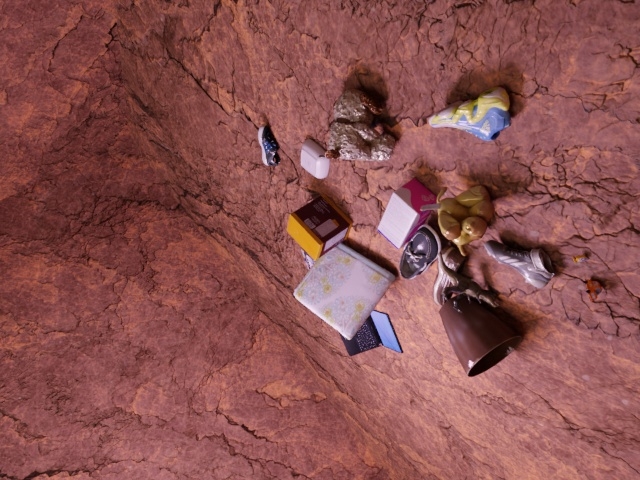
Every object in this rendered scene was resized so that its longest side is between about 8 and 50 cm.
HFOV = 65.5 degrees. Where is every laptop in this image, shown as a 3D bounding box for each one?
[{"bbox_3d":[0.224,0.454,2.364,0.136,0.265,0.234,-91,-21,-69],"label":"laptop"}]

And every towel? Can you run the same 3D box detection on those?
[{"bbox_3d":[0.092,0.194,2.107,0.375,0.320,0.090,32,176,40],"label":"towel"}]

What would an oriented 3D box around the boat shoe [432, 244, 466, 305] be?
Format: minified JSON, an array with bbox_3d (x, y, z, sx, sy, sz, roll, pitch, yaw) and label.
[{"bbox_3d":[0.448,0.141,1.704,0.095,0.095,0.257,28,142,33],"label":"boat shoe"}]

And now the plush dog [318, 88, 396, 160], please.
[{"bbox_3d":[0.100,-0.378,1.626,0.263,0.211,0.225,16,107,49],"label":"plush dog"}]

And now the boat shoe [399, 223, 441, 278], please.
[{"bbox_3d":[0.338,0.052,1.727,0.114,0.091,0.302,50,163,27],"label":"boat shoe"}]

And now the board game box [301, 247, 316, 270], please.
[{"bbox_3d":[-0.019,0.111,2.456,0.141,0.048,0.170,35,156,34],"label":"board game box"}]

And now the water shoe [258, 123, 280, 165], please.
[{"bbox_3d":[-0.220,-0.426,2.215,0.080,0.073,0.203,12,135,19],"label":"water shoe"}]

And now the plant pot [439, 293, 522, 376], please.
[{"bbox_3d":[0.513,0.302,1.684,0.230,0.216,0.215,55,157,34],"label":"plant pot"}]

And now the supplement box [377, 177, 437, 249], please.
[{"bbox_3d":[0.290,-0.088,1.685,0.114,0.111,0.220,45,152,20],"label":"supplement box"}]

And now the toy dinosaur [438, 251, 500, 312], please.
[{"bbox_3d":[0.453,0.159,1.617,0.268,0.118,0.064,36,172,-11],"label":"toy dinosaur"}]

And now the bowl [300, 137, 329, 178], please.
[{"bbox_3d":[-0.030,-0.324,2.011,0.142,0.053,0.142,42,149,23],"label":"bowl"}]

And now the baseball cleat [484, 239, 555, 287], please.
[{"bbox_3d":[0.577,0.043,1.430,0.206,0.072,0.109,39,135,21],"label":"baseball cleat"}]

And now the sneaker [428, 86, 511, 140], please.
[{"bbox_3d":[0.391,-0.306,1.301,0.240,0.091,0.126,-6,116,59],"label":"sneaker"}]

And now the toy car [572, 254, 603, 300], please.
[{"bbox_3d":[0.697,0.096,1.291,0.041,0.060,0.122,-21,112,30],"label":"toy car"}]

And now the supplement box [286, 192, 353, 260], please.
[{"bbox_3d":[-0.004,-0.059,2.104,0.191,0.194,0.129,46,151,18],"label":"supplement box"}]

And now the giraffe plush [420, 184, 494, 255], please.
[{"bbox_3d":[0.424,-0.047,1.485,0.210,0.181,0.170,11,151,41],"label":"giraffe plush"}]
